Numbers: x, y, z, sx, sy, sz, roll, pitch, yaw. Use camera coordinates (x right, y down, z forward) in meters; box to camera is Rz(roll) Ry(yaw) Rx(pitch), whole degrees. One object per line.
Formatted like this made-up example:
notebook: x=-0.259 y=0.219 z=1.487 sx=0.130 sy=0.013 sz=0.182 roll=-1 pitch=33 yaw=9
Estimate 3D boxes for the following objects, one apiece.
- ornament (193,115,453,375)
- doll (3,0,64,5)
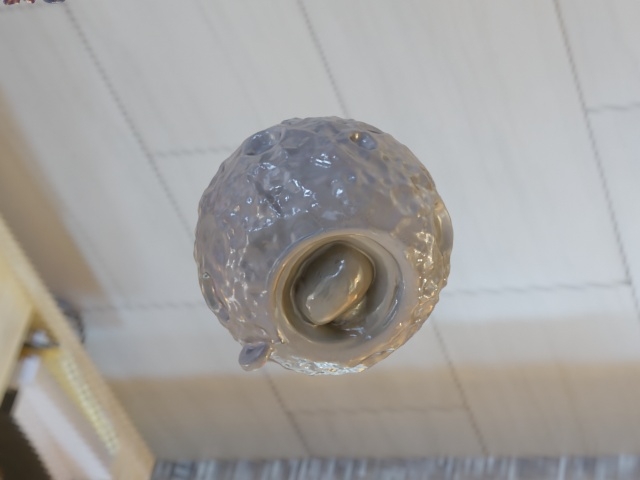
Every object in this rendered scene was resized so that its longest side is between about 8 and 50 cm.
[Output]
ornament: x=0.000 y=0.000 z=2.162 sx=0.337 sy=0.337 sz=0.337 roll=9 pitch=141 yaw=7
doll: x=-0.284 y=-0.289 z=1.749 sx=0.206 sy=0.110 sz=0.067 roll=-1 pitch=147 yaw=-2
